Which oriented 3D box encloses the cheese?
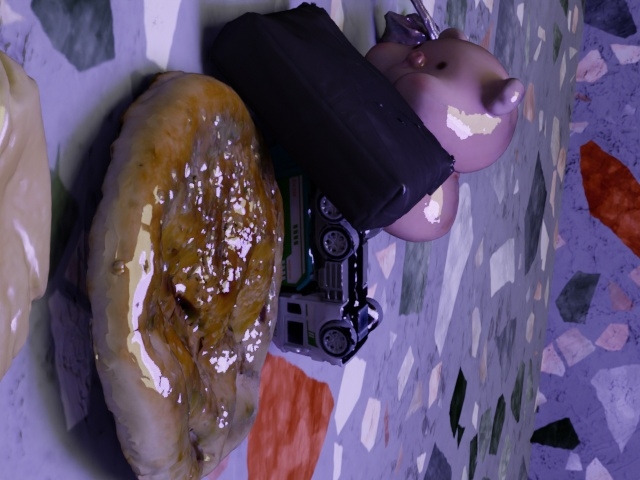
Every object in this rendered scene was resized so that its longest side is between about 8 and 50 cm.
[{"bbox_3d":[-0.234,-0.008,0.696,0.214,0.117,0.226,-64,156,-50],"label":"cheese"}]

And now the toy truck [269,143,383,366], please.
[{"bbox_3d":[0.000,0.000,1.268,0.114,0.124,0.253,-34,128,-62],"label":"toy truck"}]

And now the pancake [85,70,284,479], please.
[{"bbox_3d":[-0.105,0.044,1.064,0.387,0.082,0.387,5,90,-73],"label":"pancake"}]

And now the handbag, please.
[{"bbox_3d":[0.026,-0.135,1.182,0.247,0.080,0.223,50,27,2],"label":"handbag"}]

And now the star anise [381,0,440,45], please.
[{"bbox_3d":[0.125,-0.228,1.576,0.231,0.089,0.209,76,18,-65],"label":"star anise"}]

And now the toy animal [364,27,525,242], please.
[{"bbox_3d":[0.118,-0.114,1.397,0.210,0.229,0.221,-130,-153,-56],"label":"toy animal"}]
